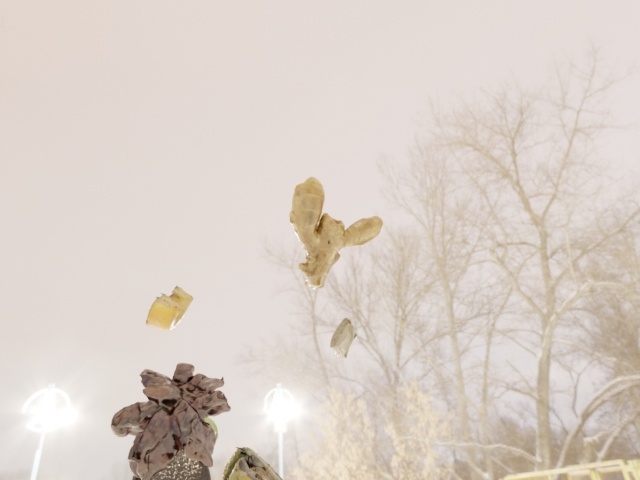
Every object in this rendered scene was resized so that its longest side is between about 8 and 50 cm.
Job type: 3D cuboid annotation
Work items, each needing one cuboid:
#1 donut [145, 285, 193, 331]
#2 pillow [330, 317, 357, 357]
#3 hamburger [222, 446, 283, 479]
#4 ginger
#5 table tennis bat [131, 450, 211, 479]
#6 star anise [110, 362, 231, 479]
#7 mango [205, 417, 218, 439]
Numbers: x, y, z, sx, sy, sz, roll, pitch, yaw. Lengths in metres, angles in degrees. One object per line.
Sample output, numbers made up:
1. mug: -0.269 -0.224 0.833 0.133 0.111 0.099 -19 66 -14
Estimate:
1. donut: -0.579 0.274 1.722 0.101 0.152 0.259 30 6 -4
2. pillow: 0.083 0.356 1.635 0.053 0.119 0.208 29 -18 24
3. hamburger: -0.166 0.711 1.197 0.288 0.192 0.167 45 -16 -7
4. ginger: -0.003 0.003 1.520 0.363 0.122 0.348 25 -77 -42
5. table tennis bat: -0.269 0.454 0.768 0.150 0.236 0.027 45 -55 -14
6. star anise: -0.270 0.301 0.792 0.219 0.214 0.099 -6 -56 14
7. mango: -0.320 0.532 1.266 0.073 0.056 0.108 32 0 -18
